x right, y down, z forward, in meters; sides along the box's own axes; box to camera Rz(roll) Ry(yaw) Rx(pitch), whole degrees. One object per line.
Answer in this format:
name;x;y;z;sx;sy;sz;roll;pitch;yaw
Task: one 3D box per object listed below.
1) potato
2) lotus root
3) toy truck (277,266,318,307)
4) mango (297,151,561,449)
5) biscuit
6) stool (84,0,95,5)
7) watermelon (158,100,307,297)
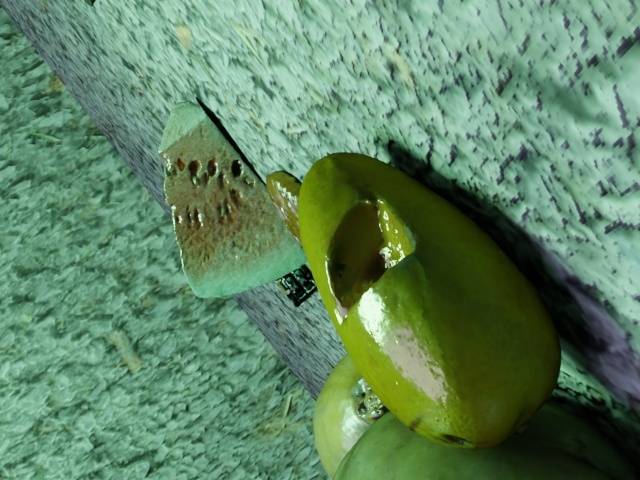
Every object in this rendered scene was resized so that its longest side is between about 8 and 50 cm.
potato;0.134;0.229;0.979;0.326;0.243;0.221;-148;63;-64
lotus root;0.064;0.200;1.421;0.151;0.169;0.343;9;164;6
toy truck;-0.042;0.047;1.724;0.083;0.049;0.054;50;172;5
mango;0.066;0.035;0.906;0.262;0.130;0.167;49;167;45
biscuit;-0.001;0.001;1.411;0.188;0.027;0.188;50;172;10
stool;-0.128;-0.239;0.760;0.228;0.139;0.153;33;158;55
watermelon;-0.131;-0.056;1.572;0.241;0.154;0.094;69;166;-17
